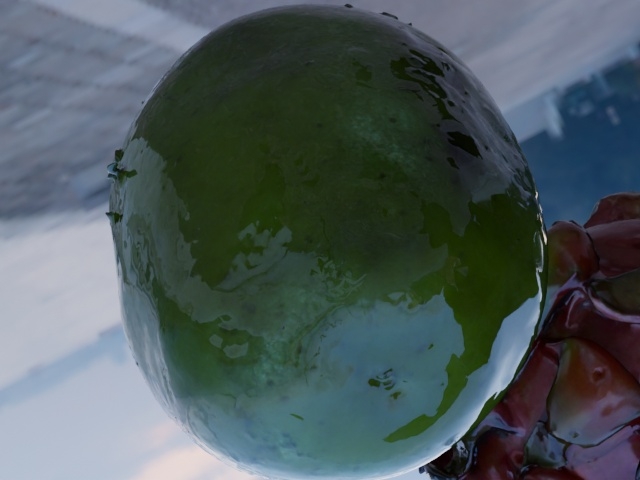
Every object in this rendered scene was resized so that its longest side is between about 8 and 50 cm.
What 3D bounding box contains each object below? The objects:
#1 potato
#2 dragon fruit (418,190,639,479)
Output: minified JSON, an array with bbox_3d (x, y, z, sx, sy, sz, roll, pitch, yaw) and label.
[{"bbox_3d":[0.003,0.000,0.858,0.216,0.215,0.304,-27,-150,-4],"label":"potato"},{"bbox_3d":[0.191,0.082,1.062,0.307,0.228,0.243,153,-43,-76],"label":"dragon fruit"}]
